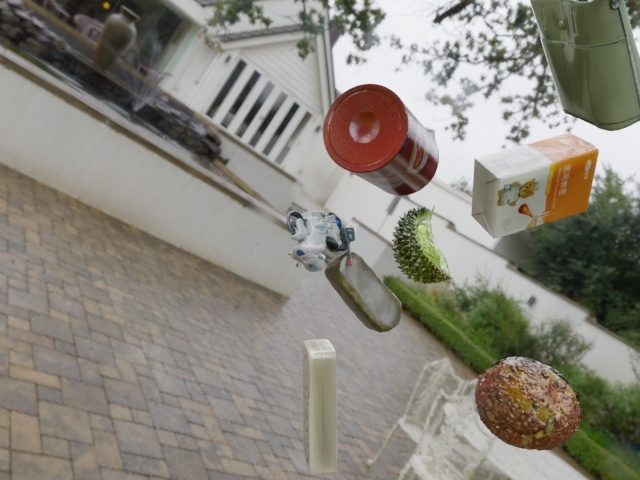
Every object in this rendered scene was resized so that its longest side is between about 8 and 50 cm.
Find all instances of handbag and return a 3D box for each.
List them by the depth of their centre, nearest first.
[{"bbox_3d":[0.449,-0.351,0.918,0.315,0.109,0.241,60,5,-26],"label":"handbag"}]

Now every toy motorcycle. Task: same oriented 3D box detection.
[{"bbox_3d":[0.000,0.000,1.331,0.221,0.102,0.150,-3,77,-53],"label":"toy motorcycle"}]

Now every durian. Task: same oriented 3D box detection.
[{"bbox_3d":[0.357,0.019,1.972,0.168,0.158,0.352,9,47,-19],"label":"durian"}]

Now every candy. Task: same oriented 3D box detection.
[{"bbox_3d":[0.112,0.135,1.437,0.234,0.102,0.104,48,-16,-5],"label":"candy"}]

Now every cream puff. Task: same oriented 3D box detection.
[{"bbox_3d":[0.475,0.385,1.263,0.240,0.240,0.164,35,37,22],"label":"cream puff"}]

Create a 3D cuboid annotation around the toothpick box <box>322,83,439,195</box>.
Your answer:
[{"bbox_3d":[0.161,-0.234,1.343,0.204,0.204,0.333,35,9,23],"label":"toothpick box"}]

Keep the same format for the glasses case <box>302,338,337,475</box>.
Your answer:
[{"bbox_3d":[-0.003,0.446,1.473,0.076,0.337,0.144,-1,5,-8],"label":"glasses case"}]

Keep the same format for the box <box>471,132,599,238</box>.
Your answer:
[{"bbox_3d":[0.649,-0.170,1.661,0.143,0.341,0.225,-116,-166,-52],"label":"box"}]
